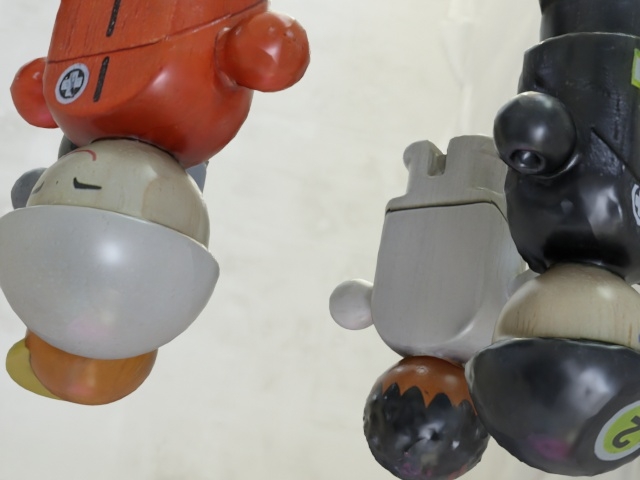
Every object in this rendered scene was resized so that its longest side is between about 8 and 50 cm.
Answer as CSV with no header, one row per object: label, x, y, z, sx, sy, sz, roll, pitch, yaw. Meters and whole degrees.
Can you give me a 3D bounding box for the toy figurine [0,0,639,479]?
toy figurine,0.000,0.000,0.428,0.209,0.213,0.148,131,-29,-67
